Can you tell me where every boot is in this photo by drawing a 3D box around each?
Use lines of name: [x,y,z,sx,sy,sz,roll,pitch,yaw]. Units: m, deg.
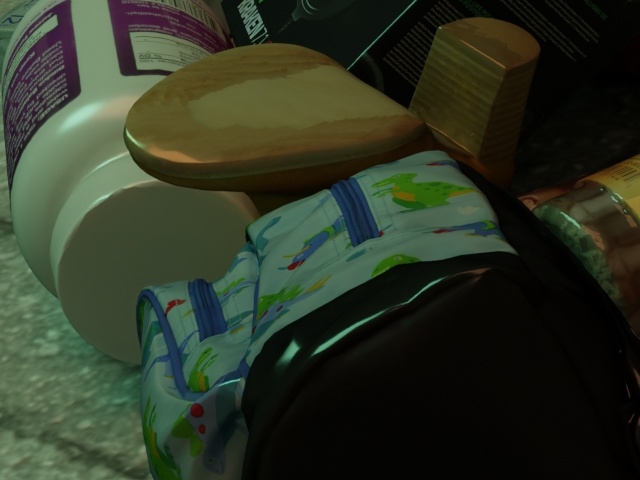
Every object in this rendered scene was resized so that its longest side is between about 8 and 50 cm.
boot: [0.000,-0.001,1.062,0.295,0.211,0.104,-17,45,-43]

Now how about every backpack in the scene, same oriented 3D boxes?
backpack: [0.042,0.097,0.854,0.273,0.290,0.355,-22,21,14]

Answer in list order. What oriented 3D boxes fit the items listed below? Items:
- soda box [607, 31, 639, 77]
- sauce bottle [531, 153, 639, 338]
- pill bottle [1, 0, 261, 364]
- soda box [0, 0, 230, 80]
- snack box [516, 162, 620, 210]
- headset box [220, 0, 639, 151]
soda box: [0.203,-0.187,1.420,0.092,0.083,0.263,0,21,-32]
sauce bottle: [0.286,-0.037,1.130,0.344,0.111,0.111,-25,31,-15]
pill bottle: [-0.116,-0.048,1.258,0.169,0.169,0.301,-15,29,-3]
soda box: [-0.139,-0.191,1.580,0.091,0.098,0.286,6,35,32]
snack box: [0.204,-0.028,1.236,0.178,0.022,0.064,-18,31,-7]
headset box: [0.090,-0.176,1.300,0.283,0.131,0.246,-44,28,13]
